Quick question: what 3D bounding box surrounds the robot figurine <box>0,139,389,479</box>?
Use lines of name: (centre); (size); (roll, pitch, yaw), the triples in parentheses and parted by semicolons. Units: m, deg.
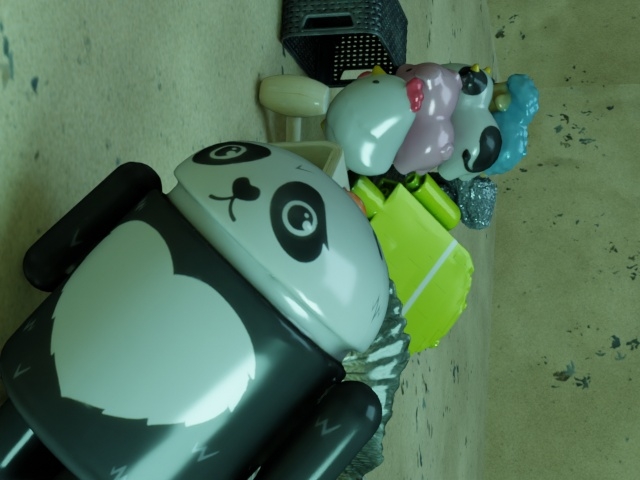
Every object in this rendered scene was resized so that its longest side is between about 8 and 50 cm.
robot figurine: (-0.084, 0.066, 0.662); (0.209, 0.278, 0.173); (44, -2, -16)

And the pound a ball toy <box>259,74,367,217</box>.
pound a ball toy: (0.000, 0.000, 1.159); (0.208, 0.136, 0.319); (-67, 152, -55)

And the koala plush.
koala plush: (0.116, 0.012, 1.495); (0.203, 0.196, 0.221); (4, -90, 63)

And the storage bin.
storage bin: (0.033, -0.257, 1.303); (0.180, 0.122, 0.084); (35, 56, -71)

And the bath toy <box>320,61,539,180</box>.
bath toy: (0.143, -0.158, 1.303); (0.348, 0.129, 0.151); (-6, 64, -51)

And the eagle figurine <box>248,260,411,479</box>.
eagle figurine: (-0.054, 0.145, 0.888); (0.298, 0.225, 0.226); (87, 26, -52)

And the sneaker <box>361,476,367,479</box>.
sneaker: (0.033, 0.387, 1.286); (0.153, 0.094, 0.235); (21, 51, -63)

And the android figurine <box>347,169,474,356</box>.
android figurine: (0.091, 0.037, 1.354); (0.273, 0.056, 0.248); (41, 80, -32)
